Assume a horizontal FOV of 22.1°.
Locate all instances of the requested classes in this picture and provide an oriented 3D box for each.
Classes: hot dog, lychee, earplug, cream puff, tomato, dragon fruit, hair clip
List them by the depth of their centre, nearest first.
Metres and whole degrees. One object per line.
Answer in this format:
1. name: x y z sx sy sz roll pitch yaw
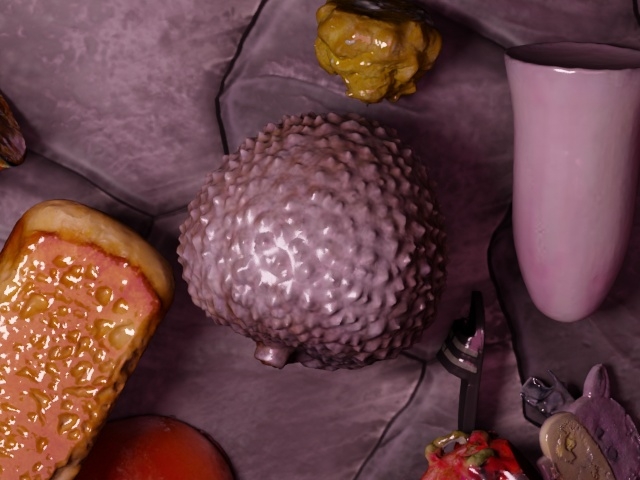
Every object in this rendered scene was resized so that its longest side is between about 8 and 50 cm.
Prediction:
1. lychee: 0.001 0.002 1.705 0.300 0.300 0.300 -1 100 -5
2. hot dog: -0.315 0.154 1.740 0.185 0.223 0.405 29 87 -11
3. cream puff: 0.056 -0.200 1.761 0.146 0.146 0.116 6 116 -6
4. earplug: 0.277 -0.056 1.796 0.172 0.172 0.301 1 106 -5
5. dragon fruit: 0.160 0.299 1.812 0.172 0.166 0.160 -40 64 8
6. tomato: -0.207 0.302 1.834 0.228 0.112 0.199 -34 99 -1
7. hair clip: 0.302 0.231 1.877 0.146 0.056 0.187 -39 92 -28

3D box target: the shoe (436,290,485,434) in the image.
1. shoe: 0.156 0.146 1.858 0.049 0.071 0.179 4 104 -2

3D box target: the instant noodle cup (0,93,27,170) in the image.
1. instant noodle cup: -0.448 -0.107 1.692 0.182 0.230 0.230 -42 101 12
